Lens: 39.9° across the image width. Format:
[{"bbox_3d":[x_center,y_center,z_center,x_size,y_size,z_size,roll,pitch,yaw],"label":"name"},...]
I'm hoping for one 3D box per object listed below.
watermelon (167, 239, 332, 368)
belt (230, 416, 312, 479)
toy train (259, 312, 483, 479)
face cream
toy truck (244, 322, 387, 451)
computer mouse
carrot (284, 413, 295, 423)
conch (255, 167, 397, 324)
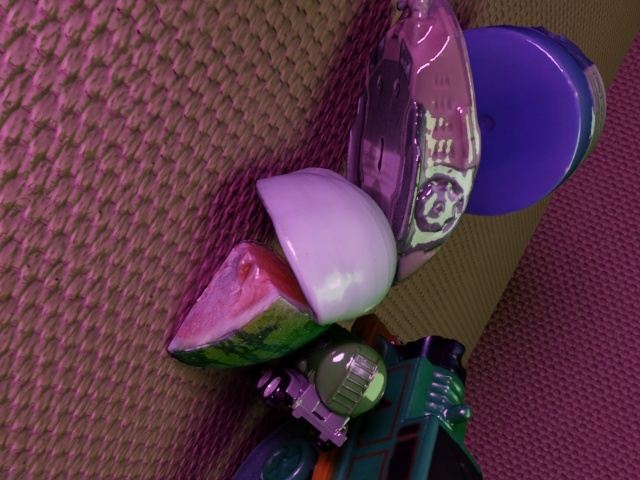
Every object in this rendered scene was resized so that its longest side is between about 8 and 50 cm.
[{"bbox_3d":[-0.075,0.097,0.970,0.146,0.128,0.231,-47,163,5],"label":"watermelon"},{"bbox_3d":[-0.045,0.385,1.293,0.267,0.116,0.206,-48,141,-10],"label":"belt"},{"bbox_3d":[0.084,0.257,1.112,0.178,0.249,0.429,51,37,-23],"label":"toy train"},{"bbox_3d":[0.257,-0.173,1.226,0.225,0.249,0.249,-26,138,-61],"label":"face cream"},{"bbox_3d":[-0.006,0.153,1.030,0.125,0.101,0.242,-51,-166,-6],"label":"toy truck"},{"bbox_3d":[0.118,-0.134,1.008,0.115,0.199,0.389,1,107,-22],"label":"computer mouse"},{"bbox_3d":[-0.075,0.356,1.362,0.216,0.048,0.048,-58,160,-2],"label":"carrot"},{"bbox_3d":[0.003,-0.005,0.912,0.121,0.185,0.221,-51,-164,11],"label":"conch"}]
